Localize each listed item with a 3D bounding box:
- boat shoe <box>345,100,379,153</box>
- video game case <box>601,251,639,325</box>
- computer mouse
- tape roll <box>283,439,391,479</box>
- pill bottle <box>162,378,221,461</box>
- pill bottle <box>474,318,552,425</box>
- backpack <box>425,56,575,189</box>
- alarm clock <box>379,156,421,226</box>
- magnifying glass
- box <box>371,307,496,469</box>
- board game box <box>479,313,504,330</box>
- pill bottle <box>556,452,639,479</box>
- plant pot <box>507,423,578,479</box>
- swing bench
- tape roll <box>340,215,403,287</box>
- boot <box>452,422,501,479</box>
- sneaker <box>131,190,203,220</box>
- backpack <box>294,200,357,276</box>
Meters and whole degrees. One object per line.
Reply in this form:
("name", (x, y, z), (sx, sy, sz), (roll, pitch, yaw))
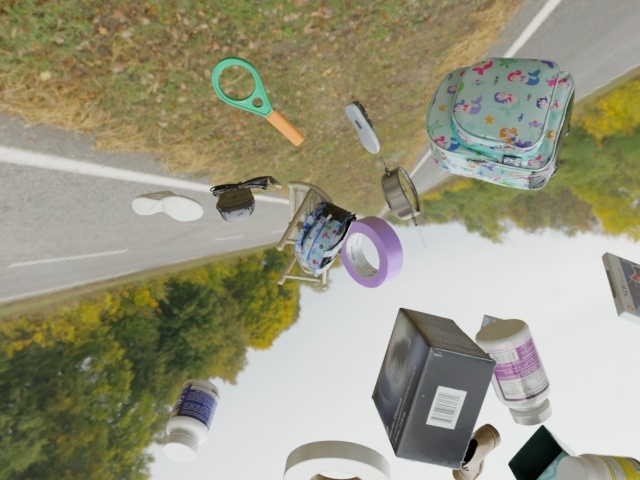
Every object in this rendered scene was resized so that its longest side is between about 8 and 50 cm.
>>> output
("boat shoe", (0.115, -0.290, 1.287), (0.040, 0.142, 0.049), (-41, -163, -32))
("video game case", (0.678, 0.119, 1.018), (0.183, 0.201, 0.023), (-69, 180, -49))
("computer mouse", (-0.182, -0.105, 1.314), (0.184, 0.060, 0.262), (-14, -158, -12))
("tape roll", (0.061, 0.854, 1.844), (0.392, 0.392, 0.072), (-23, -146, 24))
("pill bottle", (-0.337, 0.468, 1.323), (0.112, 0.112, 0.186), (-23, -151, 23))
("pill bottle", (0.610, 0.411, 1.581), (0.169, 0.301, 0.169), (-22, -173, 3))
("backpack", (0.331, -0.230, 0.974), (0.254, 0.225, 0.191), (15, 167, 29))
("alarm clock", (0.191, -0.131, 1.272), (0.064, 0.192, 0.129), (-21, -149, 23))
("magnifying glass", (-0.121, -0.278, 1.037), (0.092, 0.231, 0.026), (-38, -151, 22))
("box", (0.278, 0.373, 1.334), (0.183, 0.296, 0.294), (14, -171, -8))
("board game box", (0.665, 0.398, 1.896), (0.160, 0.211, 0.039), (13, 163, 24))
("pill bottle", (0.712, 0.601, 1.278), (0.209, 0.119, 0.119), (12, 168, -19))
("plant pot", (0.703, 0.693, 1.454), (0.165, 0.234, 0.166), (-52, 180, 7))
("swing bench", (-0.042, -0.014, 1.636), (0.165, 0.254, 0.253), (7, 150, 2))
("tape roll", (0.196, 0.046, 2.004), (0.090, 0.274, 0.275), (-21, 179, -35))
("boot", (0.508, 0.755, 1.761), (0.115, 0.112, 0.305), (-13, 133, -33))
("sneaker", (-0.435, -0.114, 1.486), (0.212, 0.080, 0.094), (8, -152, 8))
("backpack", (0.000, 0.000, 1.306), (0.173, 0.117, 0.158), (-55, 170, -51))
